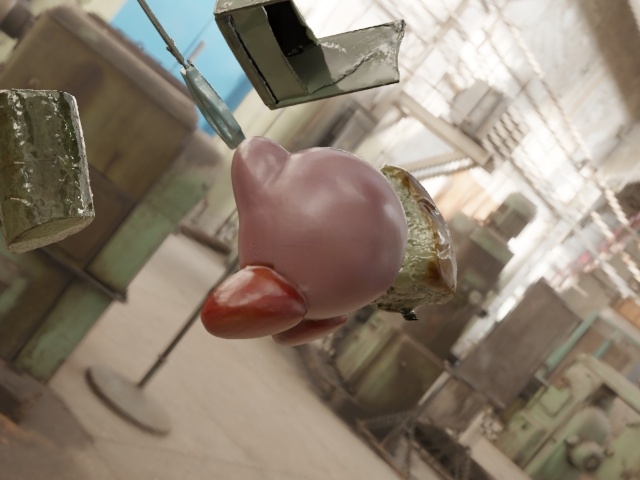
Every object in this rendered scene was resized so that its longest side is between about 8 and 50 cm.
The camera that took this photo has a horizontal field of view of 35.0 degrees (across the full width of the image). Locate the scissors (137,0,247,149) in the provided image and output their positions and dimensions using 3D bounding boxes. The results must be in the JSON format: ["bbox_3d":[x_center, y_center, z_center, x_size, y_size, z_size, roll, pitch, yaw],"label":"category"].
[{"bbox_3d":[-0.225,-0.297,1.648,0.360,0.029,0.191,58,-9,-14],"label":"scissors"}]

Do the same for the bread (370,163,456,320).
[{"bbox_3d":[0.128,0.010,1.891,0.250,0.225,0.279,74,-8,-65],"label":"bread"}]

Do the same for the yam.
[{"bbox_3d":[-0.467,-0.123,1.695,0.161,0.161,0.268,23,54,-75],"label":"yam"}]

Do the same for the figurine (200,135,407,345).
[{"bbox_3d":[0.004,0.007,1.287,0.211,0.261,0.269,2,-9,23],"label":"figurine"}]

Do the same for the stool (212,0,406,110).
[{"bbox_3d":[-0.015,-0.390,1.788,0.244,0.269,0.170,57,32,-47],"label":"stool"}]
